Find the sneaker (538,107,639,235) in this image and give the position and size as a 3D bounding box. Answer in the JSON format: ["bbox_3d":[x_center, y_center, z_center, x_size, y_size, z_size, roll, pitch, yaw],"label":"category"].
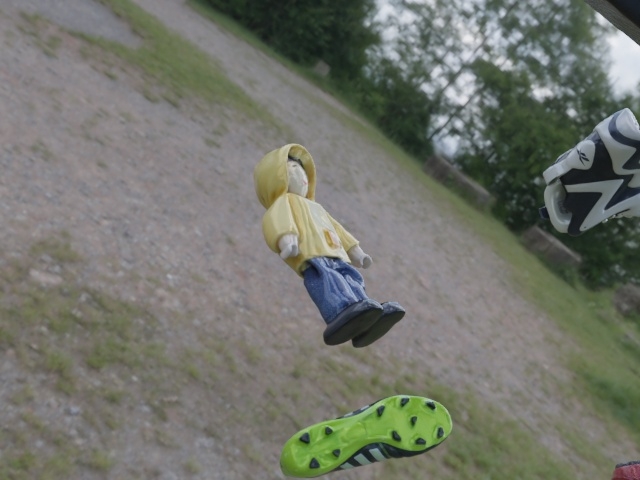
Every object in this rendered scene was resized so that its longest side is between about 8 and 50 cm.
[{"bbox_3d":[0.354,-0.056,1.037,0.235,0.153,0.094,28,39,-52],"label":"sneaker"}]

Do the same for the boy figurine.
[{"bbox_3d":[0.000,0.000,1.052,0.177,0.092,0.285,15,40,-48],"label":"boy figurine"}]

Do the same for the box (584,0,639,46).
[{"bbox_3d":[0.372,-0.262,0.654,0.395,0.294,0.212,35,21,-12],"label":"box"}]

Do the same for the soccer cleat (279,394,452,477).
[{"bbox_3d":[0.043,0.193,0.817,0.178,0.072,0.060,-8,70,-22],"label":"soccer cleat"}]

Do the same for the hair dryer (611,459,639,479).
[{"bbox_3d":[0.605,0.429,1.399,0.223,0.294,0.080,25,-7,32],"label":"hair dryer"}]
